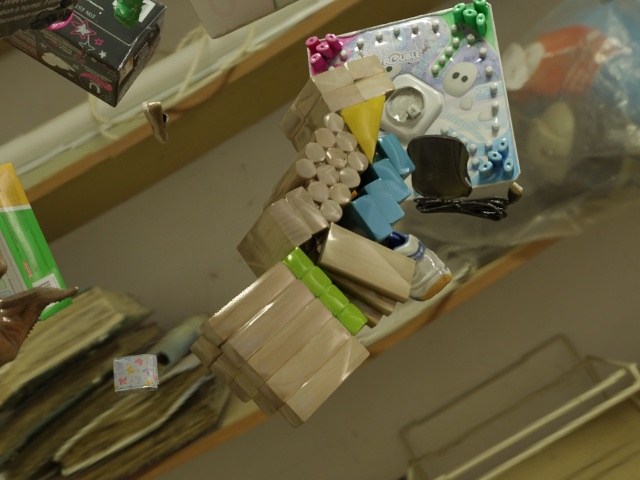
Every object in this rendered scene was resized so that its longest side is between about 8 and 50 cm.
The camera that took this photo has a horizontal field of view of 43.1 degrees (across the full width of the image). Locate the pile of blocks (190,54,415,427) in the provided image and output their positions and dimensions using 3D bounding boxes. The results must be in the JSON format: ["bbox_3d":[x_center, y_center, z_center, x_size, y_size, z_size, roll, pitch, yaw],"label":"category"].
[{"bbox_3d":[0.000,0.000,0.725,0.112,0.149,0.362,-46,21,56],"label":"pile of blocks"}]

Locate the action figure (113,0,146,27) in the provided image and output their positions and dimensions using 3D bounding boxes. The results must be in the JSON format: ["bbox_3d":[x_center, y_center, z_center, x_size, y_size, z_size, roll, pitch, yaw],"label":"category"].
[{"bbox_3d":[-0.189,-0.361,0.983,0.137,0.063,0.232,12,72,57],"label":"action figure"}]

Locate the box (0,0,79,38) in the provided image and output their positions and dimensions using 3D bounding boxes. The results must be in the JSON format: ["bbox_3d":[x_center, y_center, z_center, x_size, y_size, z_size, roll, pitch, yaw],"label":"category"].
[{"bbox_3d":[-0.288,-0.459,0.518,0.472,0.480,0.297,-44,6,25],"label":"box"}]

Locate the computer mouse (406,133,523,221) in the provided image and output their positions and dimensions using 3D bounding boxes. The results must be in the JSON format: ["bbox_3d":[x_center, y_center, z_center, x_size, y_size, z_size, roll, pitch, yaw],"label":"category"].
[{"bbox_3d":[0.233,-0.083,1.302,0.184,0.060,0.262,4,-21,11],"label":"computer mouse"}]

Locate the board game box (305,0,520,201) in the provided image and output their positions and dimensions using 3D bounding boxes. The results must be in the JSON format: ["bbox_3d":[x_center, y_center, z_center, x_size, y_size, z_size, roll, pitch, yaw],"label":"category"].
[{"bbox_3d":[0.171,-0.272,1.615,0.390,0.390,0.050,-10,-16,15],"label":"board game box"}]

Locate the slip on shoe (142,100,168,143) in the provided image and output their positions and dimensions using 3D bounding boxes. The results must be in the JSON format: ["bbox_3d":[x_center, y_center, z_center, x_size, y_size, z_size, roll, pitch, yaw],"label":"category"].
[{"bbox_3d":[-0.354,-0.263,1.791,0.041,0.051,0.135,-16,-32,0],"label":"slip on shoe"}]

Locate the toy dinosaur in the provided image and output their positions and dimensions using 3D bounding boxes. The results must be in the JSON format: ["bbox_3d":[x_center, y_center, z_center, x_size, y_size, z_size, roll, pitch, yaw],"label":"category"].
[{"bbox_3d":[-0.404,0.121,0.881,0.296,0.200,0.127,-20,32,-18],"label":"toy dinosaur"}]

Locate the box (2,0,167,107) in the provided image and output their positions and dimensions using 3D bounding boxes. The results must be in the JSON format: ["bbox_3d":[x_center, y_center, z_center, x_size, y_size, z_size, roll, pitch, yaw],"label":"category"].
[{"bbox_3d":[-0.415,-0.379,1.395,0.163,0.247,0.142,-61,6,-24],"label":"box"}]

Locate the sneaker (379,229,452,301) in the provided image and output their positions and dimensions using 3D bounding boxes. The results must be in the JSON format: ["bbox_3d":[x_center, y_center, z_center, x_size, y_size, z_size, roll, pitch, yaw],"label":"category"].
[{"bbox_3d":[0.142,0.030,1.578,0.112,0.131,0.296,-43,16,-17],"label":"sneaker"}]

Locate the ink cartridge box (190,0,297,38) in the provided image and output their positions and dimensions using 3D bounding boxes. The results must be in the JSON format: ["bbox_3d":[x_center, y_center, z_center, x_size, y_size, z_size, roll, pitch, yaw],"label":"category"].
[{"bbox_3d":[-0.091,-0.334,0.787,0.189,0.232,0.066,-10,31,44],"label":"ink cartridge box"}]

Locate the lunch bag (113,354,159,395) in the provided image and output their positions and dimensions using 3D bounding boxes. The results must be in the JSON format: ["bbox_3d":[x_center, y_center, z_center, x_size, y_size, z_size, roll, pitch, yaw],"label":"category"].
[{"bbox_3d":[-0.362,0.265,1.596,0.083,0.071,0.053,-8,-20,-5],"label":"lunch bag"}]

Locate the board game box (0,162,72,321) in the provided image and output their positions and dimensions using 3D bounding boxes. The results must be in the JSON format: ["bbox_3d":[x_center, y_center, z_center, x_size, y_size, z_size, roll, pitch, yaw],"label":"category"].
[{"bbox_3d":[-0.563,0.023,1.317,0.316,0.242,0.064,-10,15,39],"label":"board game box"}]
